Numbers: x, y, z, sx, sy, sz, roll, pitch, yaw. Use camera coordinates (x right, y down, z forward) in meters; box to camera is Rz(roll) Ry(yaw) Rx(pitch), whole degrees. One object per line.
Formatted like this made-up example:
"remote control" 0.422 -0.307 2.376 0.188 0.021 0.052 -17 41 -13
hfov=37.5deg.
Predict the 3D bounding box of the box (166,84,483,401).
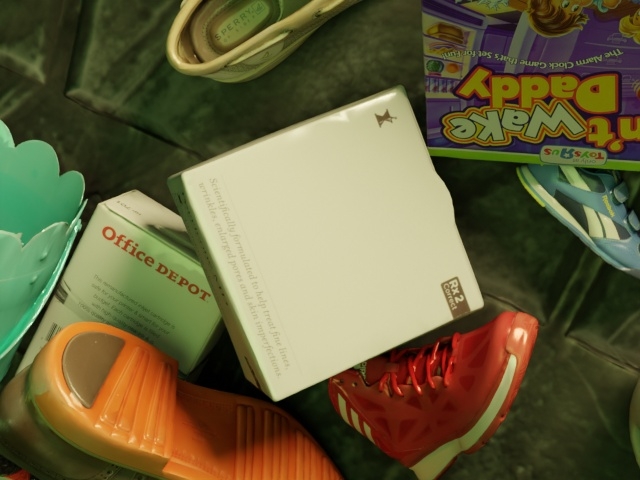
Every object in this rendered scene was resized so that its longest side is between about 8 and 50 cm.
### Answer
"box" 0.000 0.000 0.728 0.182 0.119 0.181 -23 96 -14

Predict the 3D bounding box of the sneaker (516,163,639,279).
"sneaker" 0.223 -0.024 0.738 0.144 0.053 0.059 42 106 1

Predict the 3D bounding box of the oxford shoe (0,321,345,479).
"oxford shoe" -0.106 0.201 0.793 0.363 0.130 0.132 39 121 -24

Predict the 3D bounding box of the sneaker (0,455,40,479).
"sneaker" -0.285 0.255 0.930 0.161 0.057 0.075 21 123 8

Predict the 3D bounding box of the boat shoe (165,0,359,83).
"boat shoe" 0.002 -0.230 0.725 0.302 0.098 0.109 -37 91 18

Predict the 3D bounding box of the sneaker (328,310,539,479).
"sneaker" 0.074 0.110 0.745 0.128 0.087 0.221 28 135 3

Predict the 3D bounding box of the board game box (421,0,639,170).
"board game box" 0.244 -0.150 0.625 0.347 0.078 0.233 5 143 13

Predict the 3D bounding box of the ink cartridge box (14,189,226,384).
"ink cartridge box" -0.163 0.073 0.839 0.139 0.082 0.191 32 106 5

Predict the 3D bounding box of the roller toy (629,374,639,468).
"roller toy" 0.336 0.145 0.696 0.191 0.146 0.209 17 102 -1

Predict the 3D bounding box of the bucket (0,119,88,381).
"bucket" -0.353 0.003 0.783 0.281 0.281 0.183 26 110 8
